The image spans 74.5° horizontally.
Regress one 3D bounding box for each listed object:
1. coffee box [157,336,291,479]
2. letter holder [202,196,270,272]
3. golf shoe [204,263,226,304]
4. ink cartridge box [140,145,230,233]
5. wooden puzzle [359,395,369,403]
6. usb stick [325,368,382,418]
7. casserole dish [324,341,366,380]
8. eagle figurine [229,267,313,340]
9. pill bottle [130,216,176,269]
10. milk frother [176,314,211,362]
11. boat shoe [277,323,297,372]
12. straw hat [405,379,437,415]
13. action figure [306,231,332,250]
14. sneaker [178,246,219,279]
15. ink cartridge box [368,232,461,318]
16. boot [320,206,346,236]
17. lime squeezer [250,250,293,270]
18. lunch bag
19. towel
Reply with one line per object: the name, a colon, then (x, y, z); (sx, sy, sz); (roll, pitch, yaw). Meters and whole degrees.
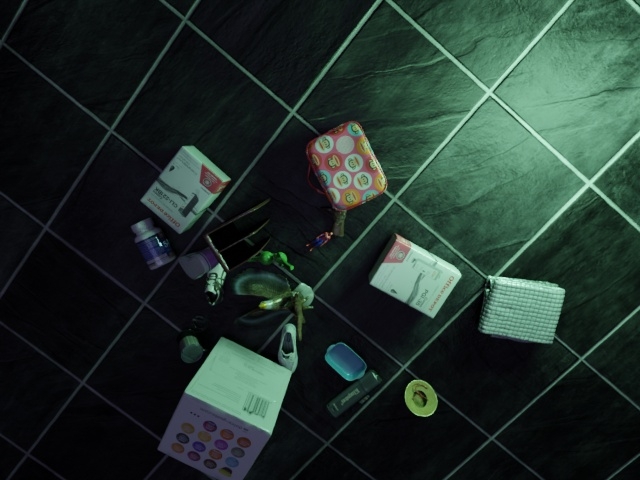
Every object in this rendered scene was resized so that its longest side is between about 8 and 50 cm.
coffee box: (-0.359, 0.656, 1.639); (0.338, 0.338, 0.334); (28, 113, -3)
letter holder: (-0.250, -0.035, 1.513); (0.215, 0.302, 0.152); (-28, 99, 9)
golf shoe: (-0.422, 0.164, 1.677); (0.077, 0.094, 0.198); (-1, 101, 5)
ink cartridge box: (-0.509, -0.191, 1.590); (0.197, 0.114, 0.273); (42, 103, -6)
wooden puzzle: (0.174, 0.666, 1.795); (0.083, 0.006, 0.049); (-44, 96, 12)
usb stick: (0.139, 0.646, 1.769); (0.278, 0.045, 0.077); (-42, 81, 12)
casserole dish: (0.104, 0.497, 1.746); (0.188, 0.037, 0.114); (44, 102, -5)
eagle figurine: (-0.195, 0.242, 1.656); (0.298, 0.225, 0.226); (4, 60, 32)
pill bottle: (-0.658, 0.010, 1.647); (0.112, 0.112, 0.186); (-24, 101, 9)
milk frother: (-0.513, 0.397, 1.713); (0.129, 0.135, 0.143); (-5, 108, -27)
boat shoe: (-0.140, 0.458, 1.733); (0.083, 0.076, 0.226); (-1, 103, 4)
straw hat: (0.409, 0.660, 1.745); (0.145, 0.144, 0.061); (12, 144, 1)
action figure: (0.000, 0.000, 1.636); (0.115, 0.030, 0.038); (-34, 94, 19)
sneaker: (-0.436, 0.068, 1.627); (0.161, 0.282, 0.102); (-37, 107, -34)
ink cartridge box: (0.355, 0.133, 1.605); (0.283, 0.117, 0.207); (28, 103, -3)
boot: (0.044, -0.070, 1.624); (0.107, 0.037, 0.114); (10, 108, 4)
lime squeezer: (-0.203, 0.084, 1.646); (0.311, 0.110, 0.058); (5, 123, 33)
lunch bag: (0.078, -0.257, 1.530); (0.258, 0.120, 0.293); (-25, 97, 6)
towel: (0.755, 0.262, 1.610); (0.284, 0.121, 0.234); (8, 105, 0)
